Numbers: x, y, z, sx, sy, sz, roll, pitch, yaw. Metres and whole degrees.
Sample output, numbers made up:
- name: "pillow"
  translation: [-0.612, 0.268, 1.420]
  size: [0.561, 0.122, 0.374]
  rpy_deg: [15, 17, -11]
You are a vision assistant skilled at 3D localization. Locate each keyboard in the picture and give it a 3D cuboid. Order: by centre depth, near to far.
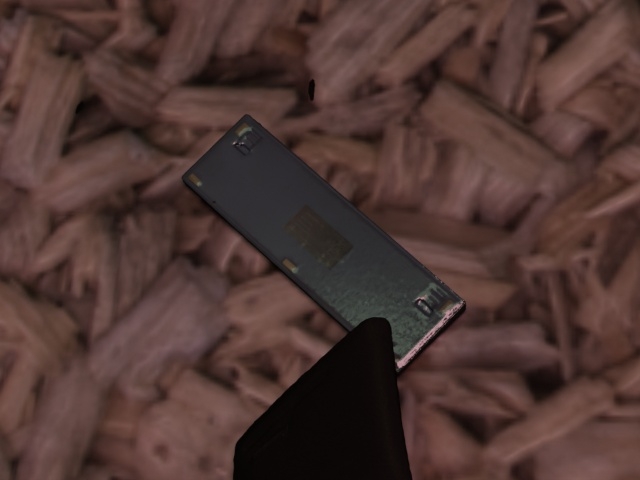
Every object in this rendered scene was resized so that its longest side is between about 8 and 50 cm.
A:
- name: "keyboard"
  translation: [0.000, 0.000, 0.820]
  size: [0.055, 0.014, 0.176]
  rpy_deg: [-44, 66, -11]

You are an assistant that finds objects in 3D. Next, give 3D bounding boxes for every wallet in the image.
- name: "wallet"
  translation: [0.004, 0.154, 0.661]
  size: [0.124, 0.025, 0.244]
  rpy_deg: [-44, 34, 31]
